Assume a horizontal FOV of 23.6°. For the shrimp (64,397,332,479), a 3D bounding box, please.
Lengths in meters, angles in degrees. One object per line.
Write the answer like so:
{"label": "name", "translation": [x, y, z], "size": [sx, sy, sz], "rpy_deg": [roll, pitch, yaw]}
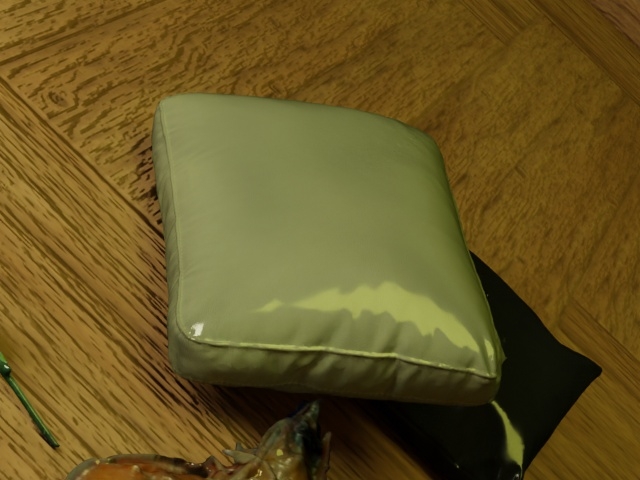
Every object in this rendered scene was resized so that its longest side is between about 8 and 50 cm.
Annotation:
{"label": "shrimp", "translation": [-0.073, 0.171, 0.941], "size": [0.164, 0.062, 0.317], "rpy_deg": [38, 29, -4]}

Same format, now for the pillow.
{"label": "pillow", "translation": [0.000, 0.000, 1.174], "size": [0.255, 0.120, 0.322], "rpy_deg": [7, 37, -13]}

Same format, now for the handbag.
{"label": "handbag", "translation": [0.119, 0.093, 1.282], "size": [0.211, 0.089, 0.254], "rpy_deg": [41, 34, 7]}

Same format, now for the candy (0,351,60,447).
{"label": "candy", "translation": [-0.196, 0.077, 0.948], "size": [0.035, 0.035, 0.123], "rpy_deg": [-31, 82, -18]}
